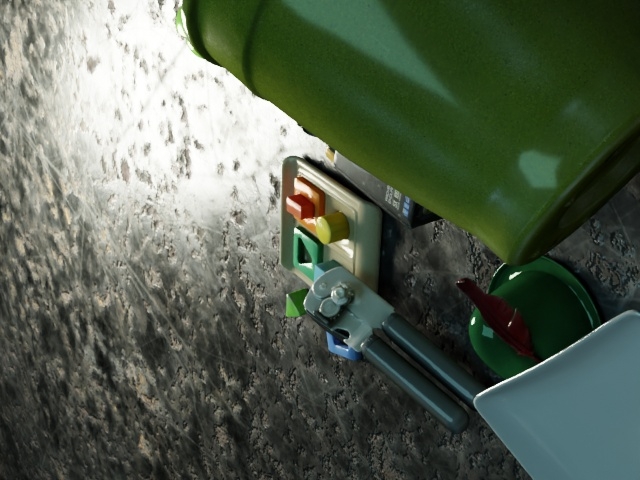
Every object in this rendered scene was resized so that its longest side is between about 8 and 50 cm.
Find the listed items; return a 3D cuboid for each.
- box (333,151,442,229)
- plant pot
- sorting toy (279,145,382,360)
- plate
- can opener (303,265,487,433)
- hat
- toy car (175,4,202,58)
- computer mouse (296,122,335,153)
[{"bbox_3d":[0.097,-0.129,1.258,0.147,0.078,0.180,43,138,38],"label":"box"},{"bbox_3d":[0.133,-0.177,0.980,0.353,0.366,0.366,47,141,15],"label":"plant pot"},{"bbox_3d":[0.000,0.000,1.491,0.196,0.047,0.347,33,131,44],"label":"sorting toy"},{"bbox_3d":[0.315,0.212,1.087,0.277,0.045,0.278,52,144,5],"label":"plate"},{"bbox_3d":[0.091,0.131,1.385,0.280,0.074,0.093,38,170,32],"label":"can opener"},{"bbox_3d":[0.173,0.112,1.163,0.173,0.184,0.208,2,106,54],"label":"hat"},{"bbox_3d":[-0.173,-0.356,1.567,0.239,0.053,0.225,35,132,43],"label":"toy car"},{"bbox_3d":[0.027,-0.189,1.347,0.106,0.042,0.193,47,134,35],"label":"computer mouse"}]
